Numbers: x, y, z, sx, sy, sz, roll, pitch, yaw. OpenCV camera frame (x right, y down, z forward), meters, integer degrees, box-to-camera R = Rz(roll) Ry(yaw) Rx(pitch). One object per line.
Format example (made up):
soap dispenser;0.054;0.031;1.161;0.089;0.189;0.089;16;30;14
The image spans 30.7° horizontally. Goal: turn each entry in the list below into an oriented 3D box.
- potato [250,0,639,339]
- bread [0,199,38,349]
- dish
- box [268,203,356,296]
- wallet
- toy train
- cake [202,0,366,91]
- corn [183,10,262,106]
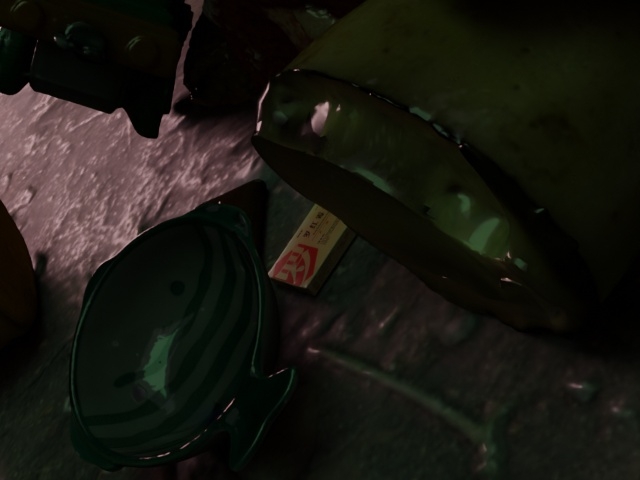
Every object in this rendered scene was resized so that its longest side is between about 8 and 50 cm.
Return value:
potato;0.116;-0.080;0.757;0.242;0.242;0.285;-54;31;-12
bread;-0.387;0.027;1.179;0.142;0.195;0.270;-31;39;4
dish;-0.090;0.090;0.887;0.246;0.078;0.224;32;89;44
box;0.000;0.000;0.955;0.058;0.015;0.093;13;64;53
wallet;-0.091;0.024;1.016;0.095;0.026;0.176;-25;40;25
toy train;-0.206;-0.255;1.159;0.429;0.178;0.249;-106;33;-74
cake;0.021;-0.215;1.012;0.283;0.177;0.151;12;63;49
corn;-0.061;-0.238;1.195;0.097;0.097;0.262;1;54;47
